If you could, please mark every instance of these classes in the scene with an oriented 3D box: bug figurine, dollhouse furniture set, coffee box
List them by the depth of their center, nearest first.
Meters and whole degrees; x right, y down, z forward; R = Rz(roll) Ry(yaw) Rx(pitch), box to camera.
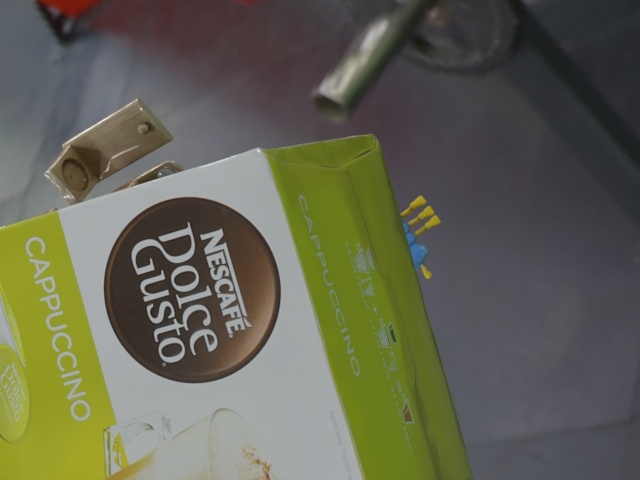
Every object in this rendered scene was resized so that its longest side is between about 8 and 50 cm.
[{"bbox_3d":[-0.096,0.119,1.397,0.334,0.338,0.337,-16,90,16],"label":"coffee box"},{"bbox_3d":[-0.213,-0.032,1.769,0.123,0.144,0.151,-26,23,35],"label":"dollhouse furniture set"},{"bbox_3d":[0.000,0.000,2.086,0.279,0.216,0.072,-28,-8,-26],"label":"bug figurine"}]
